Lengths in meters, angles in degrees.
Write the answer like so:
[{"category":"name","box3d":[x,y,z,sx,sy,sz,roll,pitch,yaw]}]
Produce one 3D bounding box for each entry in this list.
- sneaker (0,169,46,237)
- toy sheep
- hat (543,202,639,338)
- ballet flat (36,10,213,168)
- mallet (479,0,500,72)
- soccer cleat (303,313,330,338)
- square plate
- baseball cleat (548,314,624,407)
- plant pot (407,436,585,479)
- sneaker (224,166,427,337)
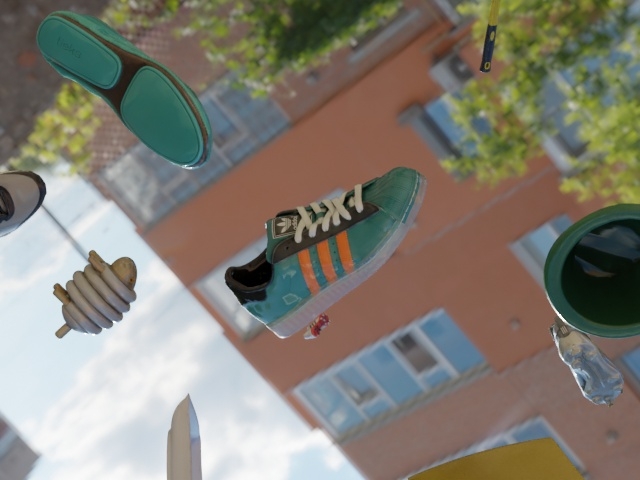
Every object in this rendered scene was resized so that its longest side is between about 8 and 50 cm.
[{"category":"sneaker","box3d":[-0.551,-0.032,2.019,0.271,0.100,0.108,-27,-166,-25]},{"category":"toy sheep","box3d":[-0.276,0.070,1.570,0.132,0.091,0.091,-42,-167,3]},{"category":"hat","box3d":[0.347,0.004,1.544,0.208,0.173,0.183,-44,-164,26]},{"category":"ballet flat","box3d":[-0.194,-0.169,1.386,0.083,0.247,0.087,-58,165,21]},{"category":"mallet","box3d":[0.260,-0.343,1.996,0.039,0.062,0.189,-112,-153,-46]},{"category":"soccer cleat","box3d":[-0.008,0.171,2.569,0.035,0.029,0.083,-24,-166,30]},{"category":"square plate","box3d":[-0.240,0.481,2.283,0.049,0.347,0.344,-2,158,-2]},{"category":"baseball cleat","box3d":[0.420,0.180,2.027,0.072,0.206,0.109,-26,-131,10]},{"category":"plant pot","box3d":[0.261,0.373,1.599,0.187,0.212,0.212,-32,-146,-1]},{"category":"sneaker","box3d":[0.000,0.000,1.607,0.302,0.121,0.108,-43,-157,26]}]
